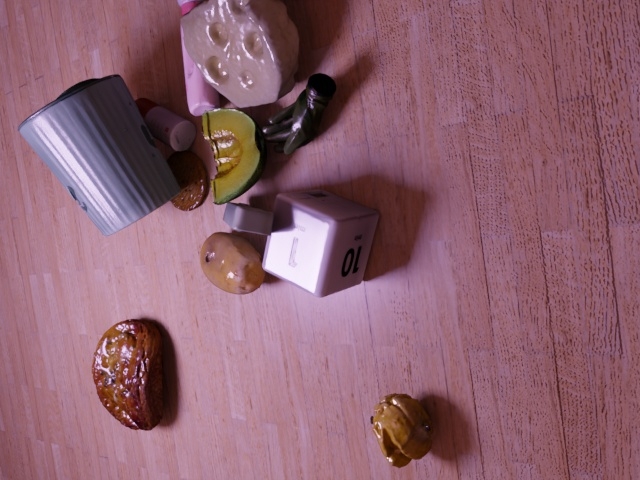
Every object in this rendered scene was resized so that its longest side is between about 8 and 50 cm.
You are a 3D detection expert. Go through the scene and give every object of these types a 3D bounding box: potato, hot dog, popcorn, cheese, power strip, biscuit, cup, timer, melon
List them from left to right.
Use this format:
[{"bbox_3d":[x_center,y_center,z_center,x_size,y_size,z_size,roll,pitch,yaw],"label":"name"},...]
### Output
[{"bbox_3d":[-0.605,-0.260,1.663,0.310,0.401,0.393,-24,107,21],"label":"cup"},{"bbox_3d":[-0.637,0.463,1.924,0.266,0.174,0.388,7,101,33],"label":"hot dog"},{"bbox_3d":[-0.415,-0.183,1.745,0.187,0.027,0.188,8,104,35],"label":"biscuit"},{"bbox_3d":[-0.248,0.067,1.597,0.150,0.146,0.233,-50,44,-13],"label":"potato"},{"bbox_3d":[-0.198,-0.484,1.403,0.326,0.115,0.318,34,145,7],"label":"cheese"},{"bbox_3d":[-0.207,-0.230,1.531,0.169,0.129,0.265,-15,76,24],"label":"melon"},{"bbox_3d":[-0.190,-0.060,1.444,0.385,0.091,0.063,-157,78,-76],"label":"power strip"},{"bbox_3d":[0.000,0.000,1.367,0.194,0.192,0.195,23,110,31],"label":"timer"},{"bbox_3d":[0.191,0.442,1.334,0.152,0.148,0.167,-21,74,59],"label":"popcorn"}]

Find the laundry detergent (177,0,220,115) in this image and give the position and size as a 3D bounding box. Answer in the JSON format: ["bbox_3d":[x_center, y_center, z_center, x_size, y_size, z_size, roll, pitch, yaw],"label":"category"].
[{"bbox_3d":[-0.339,-0.522,1.572,0.159,0.087,0.336,175,88,-77],"label":"laundry detergent"}]

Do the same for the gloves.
[{"bbox_3d":[-0.047,-0.300,1.403,0.268,0.107,0.136,-35,45,47],"label":"gloves"}]

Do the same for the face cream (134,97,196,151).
[{"bbox_3d":[-0.481,-0.353,1.722,0.214,0.095,0.096,31,115,29],"label":"face cream"}]
